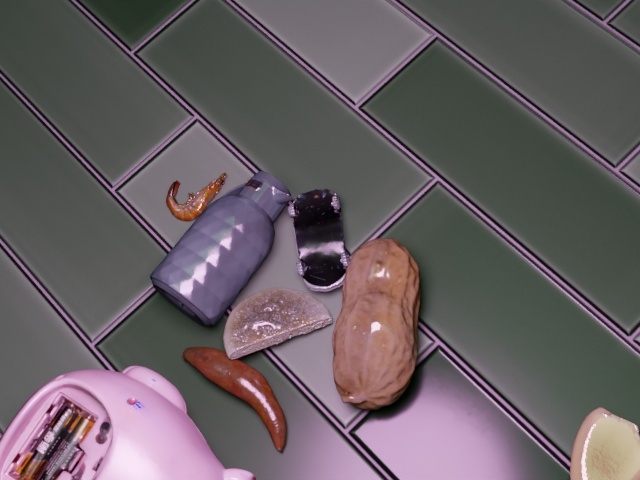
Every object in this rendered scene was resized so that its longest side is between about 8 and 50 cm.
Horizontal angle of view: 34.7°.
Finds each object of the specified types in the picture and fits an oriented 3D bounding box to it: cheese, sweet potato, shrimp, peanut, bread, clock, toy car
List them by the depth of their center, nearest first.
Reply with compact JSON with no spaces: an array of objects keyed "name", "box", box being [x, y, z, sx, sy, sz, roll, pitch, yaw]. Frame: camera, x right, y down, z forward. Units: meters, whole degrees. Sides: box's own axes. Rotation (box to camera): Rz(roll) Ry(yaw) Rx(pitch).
[{"name":"cheese","box":[0.430,0.393,1.593,0.127,0.050,0.255,24,75,18]},{"name":"clock","box":[-0.324,0.388,1.624,0.377,0.250,0.368,27,74,20]},{"name":"peanut","box":[0.098,0.133,1.711,0.143,0.159,0.291,15,68,-11]},{"name":"sweet potato","box":[-0.137,0.250,1.759,0.255,0.058,0.078,39,95,20]},{"name":"bread","box":[-0.088,0.128,1.794,0.193,0.036,0.112,-18,52,-12]},{"name":"toy car","box":[0.000,0.000,1.839,0.095,0.056,0.204,-11,65,5]},{"name":"shrimp","box":[-0.235,-0.095,1.942,0.127,0.025,0.091,-40,64,-5]}]

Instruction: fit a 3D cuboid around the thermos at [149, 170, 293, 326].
[{"name":"thermos","box":[-0.172,0.002,1.835,0.182,0.145,0.286,16,64,53]}]
